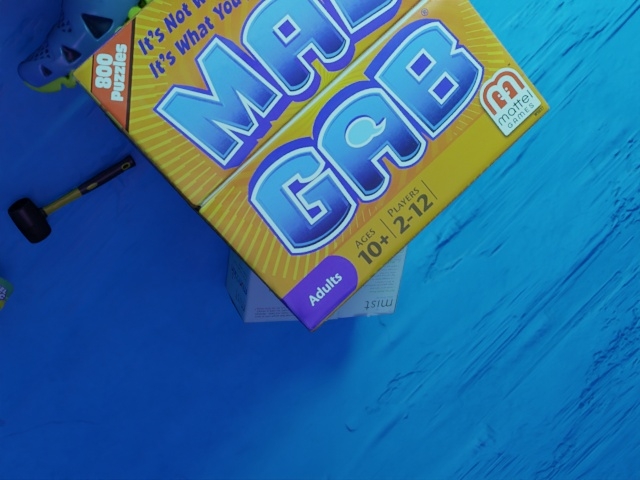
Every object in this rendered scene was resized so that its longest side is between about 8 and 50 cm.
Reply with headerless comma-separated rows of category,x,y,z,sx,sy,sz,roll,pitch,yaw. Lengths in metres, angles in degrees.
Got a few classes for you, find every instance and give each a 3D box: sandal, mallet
sandal,-0.270,-0.320,1.086,0.317,0.126,0.138,-47,121,-4
mallet,-0.348,-0.059,1.237,0.189,0.039,0.062,-26,122,-13

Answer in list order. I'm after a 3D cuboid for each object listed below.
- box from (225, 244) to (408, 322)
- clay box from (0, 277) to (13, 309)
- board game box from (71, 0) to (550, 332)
box,0.000,0.000,1.357,0.261,0.127,0.231,-2,117,-22
clay box,-0.553,0.109,1.227,0.127,0.053,0.222,38,97,-33
board game box,-0.031,-0.168,1.034,0.356,0.356,0.356,-43,103,-5
